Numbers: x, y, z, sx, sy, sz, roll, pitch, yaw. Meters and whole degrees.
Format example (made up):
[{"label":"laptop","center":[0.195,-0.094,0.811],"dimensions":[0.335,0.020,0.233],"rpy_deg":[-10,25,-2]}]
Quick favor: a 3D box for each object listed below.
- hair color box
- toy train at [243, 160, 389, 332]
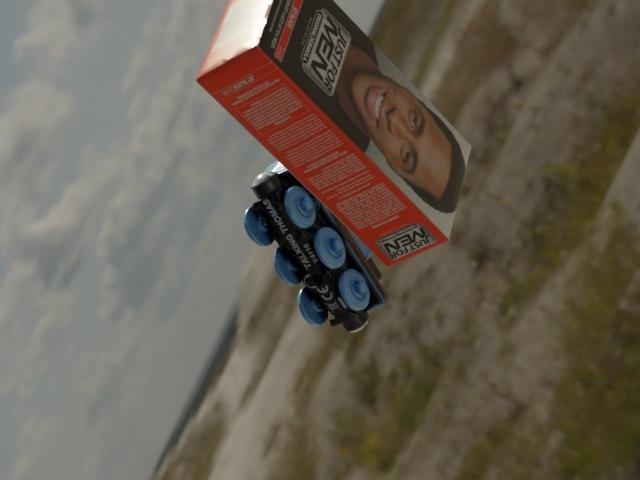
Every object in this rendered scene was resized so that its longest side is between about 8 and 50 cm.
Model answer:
[{"label":"hair color box","center":[0.010,-0.060,0.837],"dimensions":[0.043,0.141,0.072],"rpy_deg":[-24,34,36]},{"label":"toy train","center":[0.000,0.000,1.695],"dimensions":[0.080,0.184,0.105],"rpy_deg":[-23,18,35]}]
